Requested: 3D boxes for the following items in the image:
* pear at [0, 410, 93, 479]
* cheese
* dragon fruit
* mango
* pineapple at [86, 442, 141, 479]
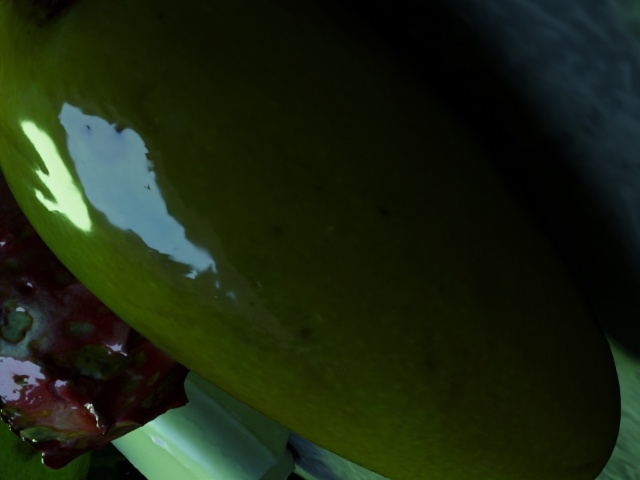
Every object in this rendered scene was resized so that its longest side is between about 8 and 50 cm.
[{"bbox_3d":[-0.255,0.075,0.953,0.269,0.212,0.212,46,160,-6],"label":"pear"},{"bbox_3d":[-0.112,0.079,0.898,0.249,0.071,0.163,41,160,-3],"label":"cheese"},{"bbox_3d":[-0.080,0.019,0.685,0.111,0.153,0.153,-8,139,20],"label":"dragon fruit"},{"bbox_3d":[0.000,0.000,0.466,0.253,0.113,0.138,41,158,-25],"label":"mango"},{"bbox_3d":[-0.230,0.271,1.372,0.202,0.202,0.362,35,151,14],"label":"pineapple"}]
